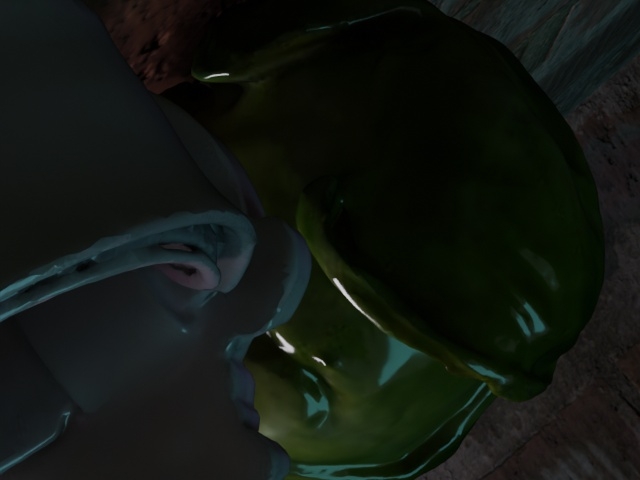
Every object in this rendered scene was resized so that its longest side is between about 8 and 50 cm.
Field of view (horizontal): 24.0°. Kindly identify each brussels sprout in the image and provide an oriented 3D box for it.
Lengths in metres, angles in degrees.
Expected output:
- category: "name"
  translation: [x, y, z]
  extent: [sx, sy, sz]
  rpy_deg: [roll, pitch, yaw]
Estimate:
- category: "brussels sprout"
  translation: [0.004, 0.001, 0.750]
  extent: [0.259, 0.227, 0.294]
  rpy_deg: [-49, -152, 18]

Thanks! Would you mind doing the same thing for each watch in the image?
- category: "watch"
  translation: [-0.130, 0.046, 0.537]
  extent: [0.244, 0.196, 0.231]
  rpy_deg: [-40, 166, 14]
